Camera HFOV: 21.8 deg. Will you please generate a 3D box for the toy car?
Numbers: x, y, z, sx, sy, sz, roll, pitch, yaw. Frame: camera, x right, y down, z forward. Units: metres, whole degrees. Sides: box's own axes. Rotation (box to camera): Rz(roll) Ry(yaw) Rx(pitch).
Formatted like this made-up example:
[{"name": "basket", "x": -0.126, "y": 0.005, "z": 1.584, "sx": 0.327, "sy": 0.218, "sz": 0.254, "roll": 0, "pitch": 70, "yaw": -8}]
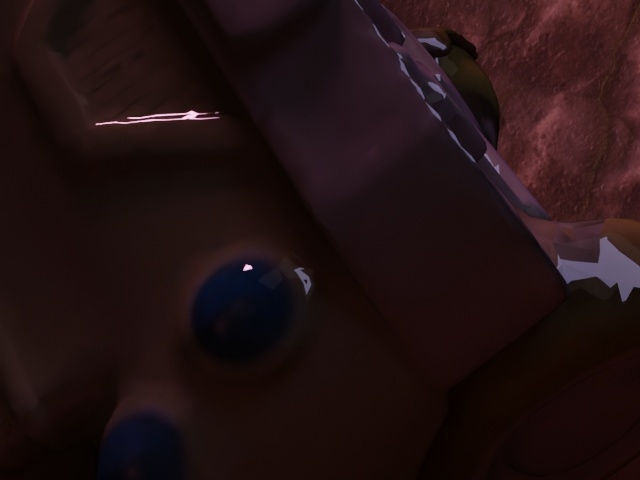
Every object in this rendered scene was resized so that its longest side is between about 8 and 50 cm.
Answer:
[{"name": "toy car", "x": -0.011, "y": 0.038, "z": 0.515, "sx": 0.242, "sy": 0.226, "sz": 0.336, "roll": 57, "pitch": 6, "yaw": 31}]
